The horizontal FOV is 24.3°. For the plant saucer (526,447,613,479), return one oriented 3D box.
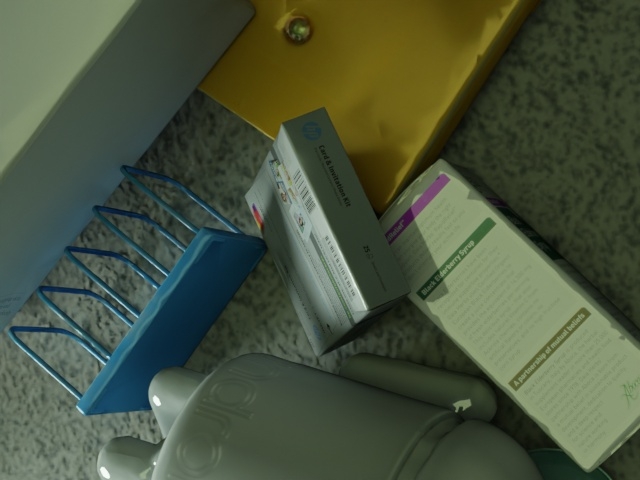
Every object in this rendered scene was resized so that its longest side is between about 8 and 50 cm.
[{"bbox_3d":[0.174,0.215,1.120,0.119,0.021,0.119,0,89,17],"label":"plant saucer"}]

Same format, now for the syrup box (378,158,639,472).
[{"bbox_3d":[0.149,0.052,1.096,0.237,0.093,0.096,46,101,13],"label":"syrup box"}]

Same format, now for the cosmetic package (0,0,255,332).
[{"bbox_3d":[-0.242,-0.084,1.095,0.156,0.217,0.385,40,97,10],"label":"cosmetic package"}]

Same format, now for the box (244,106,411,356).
[{"bbox_3d":[0.000,0.000,1.098,0.038,0.186,0.145,-22,80,-17],"label":"box"}]

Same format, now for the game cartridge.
[{"bbox_3d":[0.032,-0.225,1.160,0.285,0.053,0.323,36,96,18],"label":"game cartridge"}]

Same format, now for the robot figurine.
[{"bbox_3d":[0.016,0.202,1.059,0.354,0.199,0.300,14,54,25],"label":"robot figurine"}]

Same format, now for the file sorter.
[{"bbox_3d":[-0.146,0.038,1.172,0.104,0.118,0.170,39,99,17],"label":"file sorter"}]
